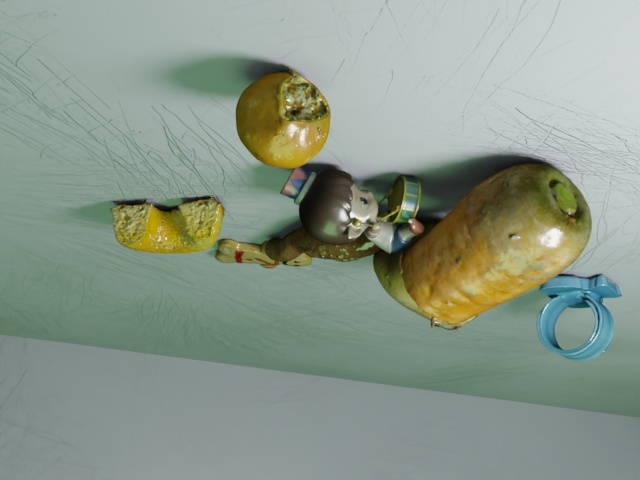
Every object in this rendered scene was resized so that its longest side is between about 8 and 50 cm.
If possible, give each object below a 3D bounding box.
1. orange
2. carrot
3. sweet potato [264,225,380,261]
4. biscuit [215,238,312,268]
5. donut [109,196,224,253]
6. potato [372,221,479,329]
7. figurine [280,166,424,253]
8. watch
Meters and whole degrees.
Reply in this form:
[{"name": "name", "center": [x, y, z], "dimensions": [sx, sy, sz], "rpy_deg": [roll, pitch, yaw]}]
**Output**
[{"name": "orange", "center": [-0.057, -0.191, 1.600], "dimensions": [0.154, 0.155, 0.134], "rpy_deg": [11, 170, -19]}, {"name": "carrot", "center": [0.334, 0.007, 1.915], "dimensions": [0.224, 0.224, 0.340], "rpy_deg": [18, 136, -35]}, {"name": "sweet potato", "center": [0.000, 0.000, 2.223], "dimensions": [0.385, 0.109, 0.109], "rpy_deg": [-7, 158, 44]}, {"name": "biscuit", "center": [-0.136, 0.036, 2.457], "dimensions": [0.234, 0.030, 0.153], "rpy_deg": [7, 163, -6]}, {"name": "donut", "center": [-0.314, -0.028, 2.225], "dimensions": [0.259, 0.101, 0.152], "rpy_deg": [-6, 165, 15]}, {"name": "potato", "center": [0.235, 0.059, 2.190], "dimensions": [0.242, 0.243, 0.285], "rpy_deg": [14, 180, -27]}, {"name": "figurine", "center": [0.059, -0.066, 1.960], "dimensions": [0.275, 0.158, 0.161], "rpy_deg": [9, -158, -16]}, {"name": "watch", "center": [0.637, 0.194, 2.506], "dimensions": [0.211, 0.193, 0.211], "rpy_deg": [4, 163, 1]}]
